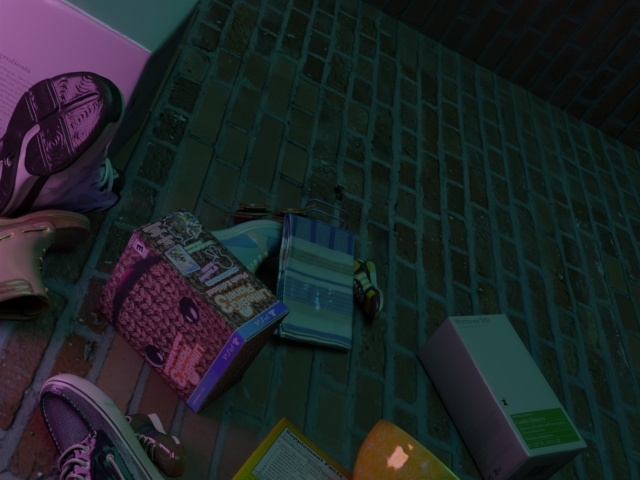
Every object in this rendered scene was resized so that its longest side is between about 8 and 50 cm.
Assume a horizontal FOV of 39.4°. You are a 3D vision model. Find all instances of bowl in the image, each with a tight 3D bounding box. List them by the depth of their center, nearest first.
[{"bbox_3d":[0.140,0.428,1.362,0.156,0.289,0.289,-43,77,-14],"label":"bowl"}]

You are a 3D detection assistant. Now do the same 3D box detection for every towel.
[{"bbox_3d":[-0.006,0.092,1.959,0.209,0.034,0.284,18,66,-34],"label":"towel"}]

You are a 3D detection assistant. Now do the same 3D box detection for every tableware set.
[{"bbox_3d":[-0.109,-0.074,2.071,0.194,0.039,0.128,7,10,31],"label":"tableware set"}]

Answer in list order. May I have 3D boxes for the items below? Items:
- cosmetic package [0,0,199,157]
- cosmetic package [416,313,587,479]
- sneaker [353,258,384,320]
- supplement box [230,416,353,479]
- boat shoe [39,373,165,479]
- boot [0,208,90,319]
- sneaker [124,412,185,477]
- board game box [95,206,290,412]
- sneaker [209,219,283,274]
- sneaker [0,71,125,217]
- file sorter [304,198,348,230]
[{"bbox_3d":[-0.517,-0.396,1.920,0.327,0.393,0.329,30,37,-8],"label":"cosmetic package"},{"bbox_3d":[0.396,0.352,1.997,0.197,0.155,0.365,0,49,-36],"label":"cosmetic package"},{"bbox_3d":[0.094,0.116,2.110,0.084,0.069,0.185,10,35,-18],"label":"sneaker"},{"bbox_3d":[-0.094,0.467,1.373,0.194,0.195,0.356,39,23,6],"label":"supplement box"},{"bbox_3d":[-0.363,0.363,1.392,0.340,0.127,0.158,46,29,13],"label":"boat shoe"},{"bbox_3d":[-0.527,0.044,1.659,0.262,0.095,0.203,-6,51,-40],"label":"boot"},{"bbox_3d":[-0.294,0.340,1.483,0.086,0.064,0.192,8,9,-29],"label":"sneaker"},{"bbox_3d":[-0.244,0.129,1.673,0.291,0.232,0.141,43,37,12],"label":"board game box"},{"bbox_3d":[-0.163,0.074,1.899,0.319,0.127,0.208,-13,56,-37],"label":"sneaker"},{"bbox_3d":[-0.451,-0.174,1.693,0.258,0.448,0.169,-4,70,-50],"label":"sneaker"},{"bbox_3d":[0.000,0.000,2.127,0.118,0.104,0.170,22,38,-16],"label":"file sorter"}]
